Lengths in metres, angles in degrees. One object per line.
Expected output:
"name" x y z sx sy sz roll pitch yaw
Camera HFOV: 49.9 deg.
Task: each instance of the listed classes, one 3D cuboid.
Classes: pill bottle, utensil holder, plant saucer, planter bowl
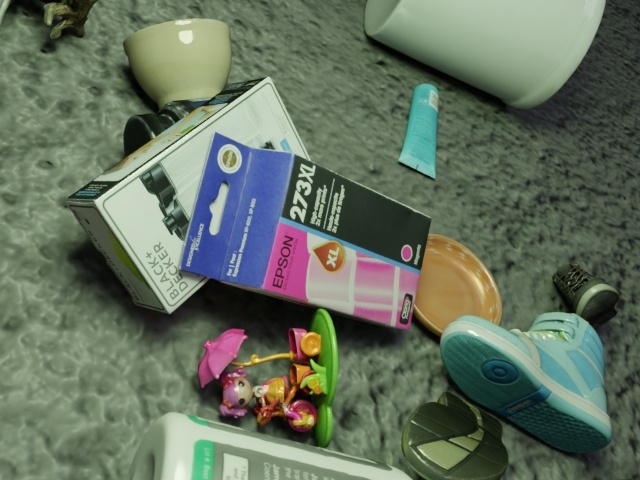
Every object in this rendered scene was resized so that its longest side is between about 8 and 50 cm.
"pill bottle" -0.164 -0.145 0.996 0.219 0.123 0.123 -16 67 -39
"utensil holder" 0.327 -0.493 1.429 0.385 0.327 0.327 18 50 -18
"plant saucer" 0.204 0.081 1.119 0.200 0.037 0.200 18 49 -21
"planter bowl" -0.206 -0.255 1.044 0.162 0.162 0.109 -14 92 -38
"pill bottle" -0.015 0.313 0.691 0.361 0.204 0.204 20 49 -18

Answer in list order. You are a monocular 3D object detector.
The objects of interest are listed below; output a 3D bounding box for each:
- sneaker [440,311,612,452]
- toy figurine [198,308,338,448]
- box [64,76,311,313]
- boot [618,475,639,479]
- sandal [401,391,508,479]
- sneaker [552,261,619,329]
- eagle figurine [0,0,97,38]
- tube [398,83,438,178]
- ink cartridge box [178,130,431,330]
"sneaker" 0.319 0.167 1.067 0.319 0.127 0.208 38 46 -18
"toy figurine" -0.071 0.172 0.850 0.159 0.130 0.173 1 81 -16
"box" -0.149 -0.063 0.874 0.290 0.087 0.169 -42 120 -31
"boot" 0.477 0.406 0.914 0.091 0.229 0.263 9 53 -27
"sandal" 0.168 0.263 0.864 0.120 0.086 0.303 34 6 20
"sneaker" 0.450 0.085 1.203 0.118 0.083 0.222 58 9 27
"eagle figurine" -0.431 -0.446 0.998 0.298 0.226 0.225 54 8 -9
"tube" 0.197 -0.215 1.330 0.080 0.052 0.207 20 54 -12
"ink cartridge box" 0.000 0.000 0.914 0.371 0.069 0.176 20 79 -39
